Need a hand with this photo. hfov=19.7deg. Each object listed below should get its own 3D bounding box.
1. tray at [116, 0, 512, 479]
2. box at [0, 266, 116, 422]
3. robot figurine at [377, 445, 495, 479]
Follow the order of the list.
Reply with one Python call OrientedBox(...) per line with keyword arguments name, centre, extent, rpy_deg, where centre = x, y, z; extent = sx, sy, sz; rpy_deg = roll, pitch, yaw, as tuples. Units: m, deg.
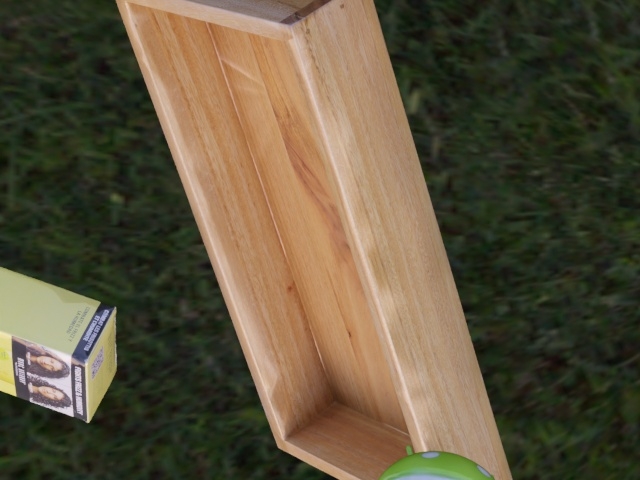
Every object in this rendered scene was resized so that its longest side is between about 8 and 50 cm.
OrientedBox(name="tray", centre=(0.000, 0.000, 1.294), extent=(0.203, 0.076, 0.411), rpy_deg=(21, 136, 48))
OrientedBox(name="box", centre=(-0.270, 0.058, 1.400), extent=(0.232, 0.058, 0.087), rpy_deg=(20, 142, 9))
OrientedBox(name="robot figurine", centre=(0.050, 0.147, 0.848), extent=(0.101, 0.115, 0.067), rpy_deg=(20, 139, -4))
